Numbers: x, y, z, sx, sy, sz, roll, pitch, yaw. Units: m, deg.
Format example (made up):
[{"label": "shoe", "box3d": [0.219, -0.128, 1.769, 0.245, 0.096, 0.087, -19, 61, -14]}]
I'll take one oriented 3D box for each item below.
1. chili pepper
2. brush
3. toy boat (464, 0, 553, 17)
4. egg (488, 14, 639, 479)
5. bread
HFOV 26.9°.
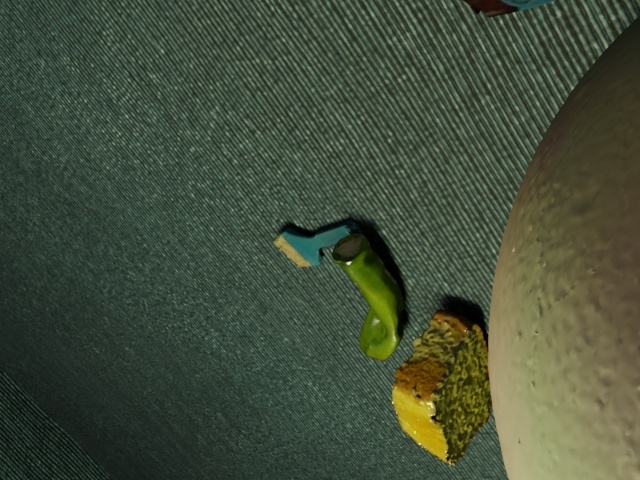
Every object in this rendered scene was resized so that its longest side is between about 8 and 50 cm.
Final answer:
[{"label": "chili pepper", "box3d": [0.055, 0.060, 1.328, 0.052, 0.050, 0.201, 43, 164, 32]}, {"label": "brush", "box3d": [0.000, 0.000, 1.343, 0.051, 0.014, 0.164, 43, 157, -15]}, {"label": "toy boat", "box3d": [0.077, -0.215, 0.733, 0.097, 0.100, 0.223, -28, 123, 28]}, {"label": "egg", "box3d": [0.239, 0.070, 0.691, 0.354, 0.340, 0.354, 32, 155, 17]}, {"label": "bread", "box3d": [0.123, 0.144, 1.316, 0.065, 0.103, 0.187, 30, 161, 26]}]
